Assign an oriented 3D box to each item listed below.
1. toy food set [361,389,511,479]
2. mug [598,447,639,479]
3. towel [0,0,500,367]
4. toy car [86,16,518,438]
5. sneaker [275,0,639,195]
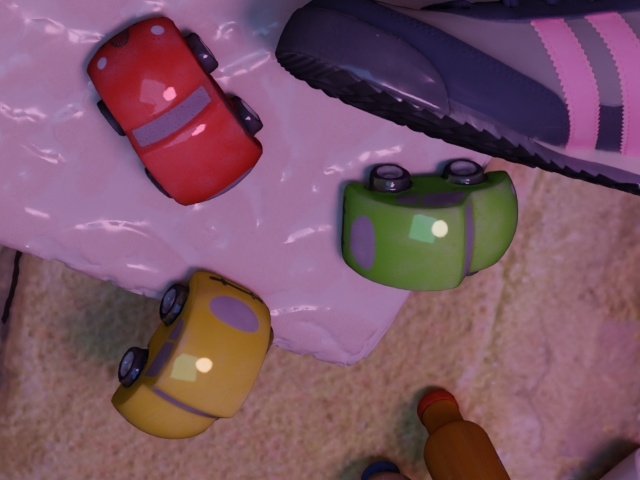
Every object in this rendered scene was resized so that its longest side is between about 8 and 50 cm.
[{"bbox_3d":[0.069,0.210,0.977,0.111,0.104,0.232,-17,125,-4],"label":"toy food set"},{"bbox_3d":[0.180,0.169,0.956,0.064,0.062,0.078,-35,96,23],"label":"mug"},{"bbox_3d":[-0.050,-0.113,0.835,0.332,0.053,0.317,22,109,-22],"label":"towel"},{"bbox_3d":[0.000,0.000,0.845,0.225,0.053,0.239,-6,118,-12],"label":"toy car"},{"bbox_3d":[0.131,-0.097,0.817,0.319,0.112,0.131,12,94,-26],"label":"sneaker"}]
